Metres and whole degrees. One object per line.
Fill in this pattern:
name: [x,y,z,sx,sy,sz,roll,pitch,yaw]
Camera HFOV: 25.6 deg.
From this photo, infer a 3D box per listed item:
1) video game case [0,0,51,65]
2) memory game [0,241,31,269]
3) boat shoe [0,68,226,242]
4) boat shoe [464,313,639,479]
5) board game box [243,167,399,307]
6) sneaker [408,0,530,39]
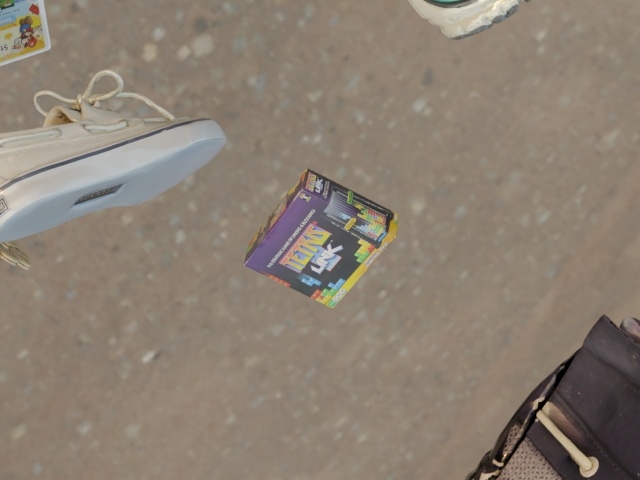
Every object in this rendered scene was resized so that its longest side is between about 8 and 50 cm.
video game case: [-0.436,-0.287,1.657,0.227,0.026,0.206,-24,130,-29]
memory game: [-0.483,-0.018,1.983,0.012,0.186,0.186,-53,152,1]
boat shoe: [-0.269,-0.116,1.620,0.367,0.156,0.136,-23,166,-46]
boat shoe: [0.243,0.179,0.779,0.127,0.341,0.158,2,119,-59]
board game box: [0.000,0.000,1.849,0.141,0.048,0.170,25,133,-15]
sneaker: [0.164,-0.255,0.956,0.275,0.110,0.107,-40,-168,2]
